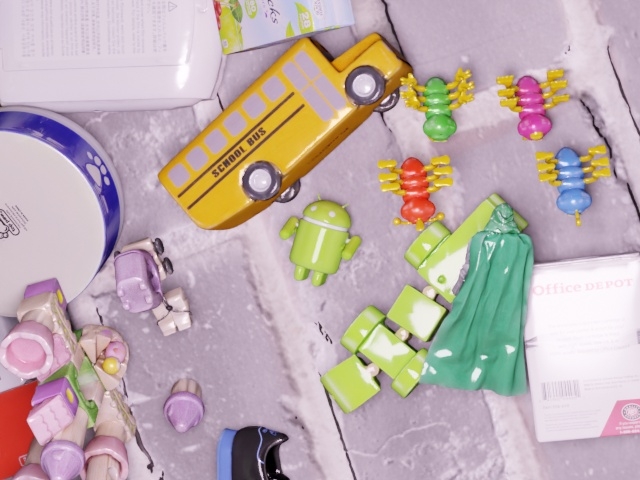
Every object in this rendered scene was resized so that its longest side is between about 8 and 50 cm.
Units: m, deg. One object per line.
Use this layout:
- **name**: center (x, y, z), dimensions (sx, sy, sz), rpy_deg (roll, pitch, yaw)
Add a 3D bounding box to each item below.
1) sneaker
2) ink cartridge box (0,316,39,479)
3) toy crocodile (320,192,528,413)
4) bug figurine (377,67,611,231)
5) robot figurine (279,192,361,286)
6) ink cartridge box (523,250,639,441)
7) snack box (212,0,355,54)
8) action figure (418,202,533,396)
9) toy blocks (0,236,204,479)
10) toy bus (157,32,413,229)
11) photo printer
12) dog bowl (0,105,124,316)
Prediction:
- **sneaker**: center (-0.083, 0.360, 1.879), dimensions (0.090, 0.081, 0.232), rpy_deg (-2, 91, 18)
- **ink cartridge box**: center (-0.517, 0.232, 1.984), dimensions (0.275, 0.060, 0.239), rpy_deg (-21, 86, 12)
- **toy crocodile**: center (0.130, 0.085, 1.822), dimensions (0.115, 0.105, 0.340), rpy_deg (39, 95, 9)
- **bug figurine**: center (0.209, -0.112, 1.773), dimensions (0.279, 0.072, 0.216), rpy_deg (-3, 68, 2)
- **robot figurine**: center (0.000, 0.000, 1.857), dimensions (0.101, 0.067, 0.115), rpy_deg (18, 95, 14)
- **ink cartridge box**: center (0.334, 0.128, 1.774), dimensions (0.159, 0.092, 0.218), rpy_deg (-6, 92, 13)
- **snack box**: center (-0.058, -0.329, 1.755), dimensions (0.207, 0.070, 0.174), rpy_deg (-5, 99, 54)
- **action figure**: center (0.202, 0.067, 1.723), dimensions (0.137, 0.063, 0.232), rpy_deg (6, 107, -13)
- **toy blocks**: center (-0.301, 0.206, 1.783), dimensions (0.309, 0.260, 0.288), rpy_deg (-19, 115, 9)
- **toy bus**: center (-0.041, -0.146, 1.842), dimensions (0.333, 0.108, 0.130), rpy_deg (-42, 80, 11)
- **photo printer**: center (-0.270, -0.297, 1.888), dimensions (0.308, 0.107, 0.256), rpy_deg (-1, 92, 12)
- **dog bowl**: center (-0.397, -0.037, 1.882), dimensions (0.265, 0.104, 0.265), rpy_deg (2, 112, 5)
